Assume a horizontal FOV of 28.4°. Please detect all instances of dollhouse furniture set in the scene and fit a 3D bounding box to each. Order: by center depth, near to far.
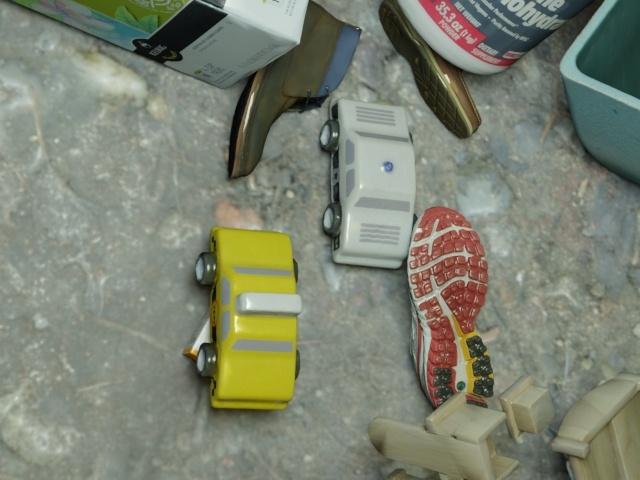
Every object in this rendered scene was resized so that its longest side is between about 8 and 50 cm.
[{"bbox_3d":[0.238,0.220,1.353,0.355,0.174,0.303,-34,117,-36],"label":"dollhouse furniture set"}]

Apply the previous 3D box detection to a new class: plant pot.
[{"bbox_3d":[0.427,-0.156,1.379,0.248,0.252,0.247,30,73,23],"label":"plant pot"}]

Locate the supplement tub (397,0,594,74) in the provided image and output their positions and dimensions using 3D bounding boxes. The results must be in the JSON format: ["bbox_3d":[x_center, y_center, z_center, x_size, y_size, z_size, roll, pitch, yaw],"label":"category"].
[{"bbox_3d":[0.219,-0.318,1.316,0.191,0.272,0.191,28,43,-29],"label":"supplement tub"}]

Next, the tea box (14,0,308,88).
[{"bbox_3d":[-0.155,-0.374,1.241,0.323,0.220,0.329,20,77,-20],"label":"tea box"}]

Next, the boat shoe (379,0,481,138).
[{"bbox_3d":[0.134,-0.199,1.404,0.060,0.064,0.178,-30,90,-17],"label":"boat shoe"}]

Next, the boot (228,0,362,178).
[{"bbox_3d":[-0.027,-0.156,1.339,0.106,0.082,0.219,18,76,-12],"label":"boot"}]

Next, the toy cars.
[{"bbox_3d":[0.000,0.000,1.296,0.176,0.087,0.394,44,63,-7],"label":"toy cars"}]

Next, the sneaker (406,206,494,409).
[{"bbox_3d":[0.124,0.077,1.347,0.088,0.093,0.225,-3,92,-16],"label":"sneaker"}]

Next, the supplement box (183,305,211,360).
[{"bbox_3d":[-0.090,0.090,1.309,0.062,0.036,0.098,33,74,-12],"label":"supplement box"}]
